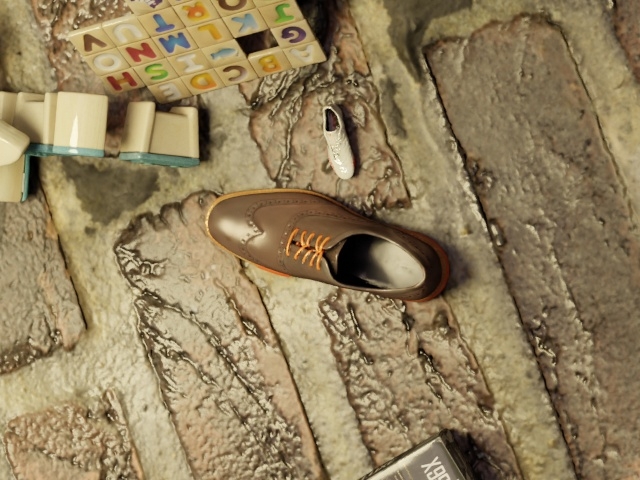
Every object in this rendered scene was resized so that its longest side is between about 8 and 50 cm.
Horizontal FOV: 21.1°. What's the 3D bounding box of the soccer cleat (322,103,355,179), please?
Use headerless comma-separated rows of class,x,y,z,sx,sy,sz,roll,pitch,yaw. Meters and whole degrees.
soccer cleat,0.017,-0.106,1.841,0.029,0.035,0.083,-11,88,13

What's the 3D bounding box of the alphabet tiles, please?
alphabet tiles,-0.134,-0.215,1.803,0.237,0.198,0.009,-14,60,13

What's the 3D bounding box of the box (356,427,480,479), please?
box,0.108,0.390,1.803,0.242,0.076,0.307,-34,83,11

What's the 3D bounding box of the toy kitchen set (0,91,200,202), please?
toy kitchen set,-0.259,-0.096,1.895,0.207,0.166,0.122,6,92,50

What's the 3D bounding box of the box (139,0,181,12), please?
box,-0.076,-0.335,1.807,0.247,0.142,0.163,-13,87,13

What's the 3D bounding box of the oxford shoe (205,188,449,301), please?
oxford shoe,0.000,0.000,1.814,0.271,0.098,0.097,12,93,13

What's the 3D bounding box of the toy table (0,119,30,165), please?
toy table,-0.446,-0.112,1.812,0.252,0.274,0.161,23,132,-14
